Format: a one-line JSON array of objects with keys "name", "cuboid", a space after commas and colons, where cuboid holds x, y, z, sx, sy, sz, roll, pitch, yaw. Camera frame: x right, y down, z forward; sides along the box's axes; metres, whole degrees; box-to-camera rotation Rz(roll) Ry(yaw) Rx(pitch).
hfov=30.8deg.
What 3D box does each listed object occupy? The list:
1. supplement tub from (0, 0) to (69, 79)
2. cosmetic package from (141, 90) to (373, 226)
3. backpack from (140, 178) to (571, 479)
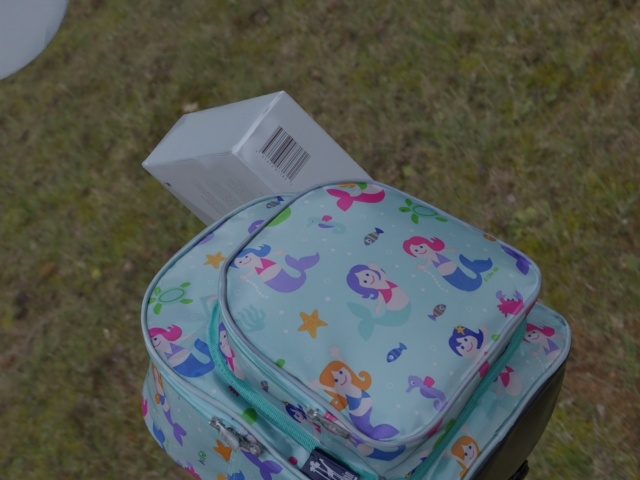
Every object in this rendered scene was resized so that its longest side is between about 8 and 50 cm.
[{"name": "supplement tub", "cuboid": [-0.248, -0.244, 0.736, 0.191, 0.191, 0.272, -28, 47, 16]}, {"name": "cosmetic package", "cuboid": [0.000, 0.000, 1.337, 0.097, 0.377, 0.284, -54, 23, -19]}, {"name": "backpack", "cuboid": [0.009, 0.076, 0.757, 0.253, 0.191, 0.225, 27, 49, 25]}]
